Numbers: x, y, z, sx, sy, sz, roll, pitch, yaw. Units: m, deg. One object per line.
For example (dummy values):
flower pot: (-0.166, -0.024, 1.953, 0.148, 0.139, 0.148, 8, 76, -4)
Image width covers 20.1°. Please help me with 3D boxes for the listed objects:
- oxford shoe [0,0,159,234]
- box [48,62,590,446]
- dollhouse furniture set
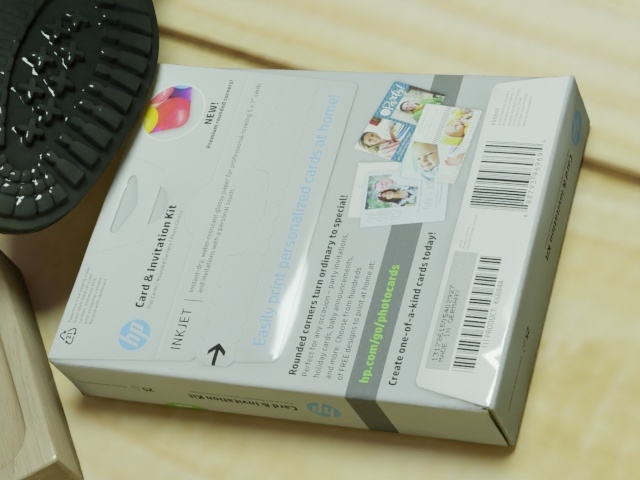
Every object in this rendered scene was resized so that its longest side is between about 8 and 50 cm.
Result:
oxford shoe: (-0.119, -0.084, 0.787, 0.083, 0.096, 0.227, 20, 50, -15)
box: (0.000, 0.000, 0.712, 0.186, 0.038, 0.145, 4, 61, 23)
dollhouse furniture set: (-0.193, 0.068, 0.696, 0.151, 0.123, 0.144, -27, 54, 5)
